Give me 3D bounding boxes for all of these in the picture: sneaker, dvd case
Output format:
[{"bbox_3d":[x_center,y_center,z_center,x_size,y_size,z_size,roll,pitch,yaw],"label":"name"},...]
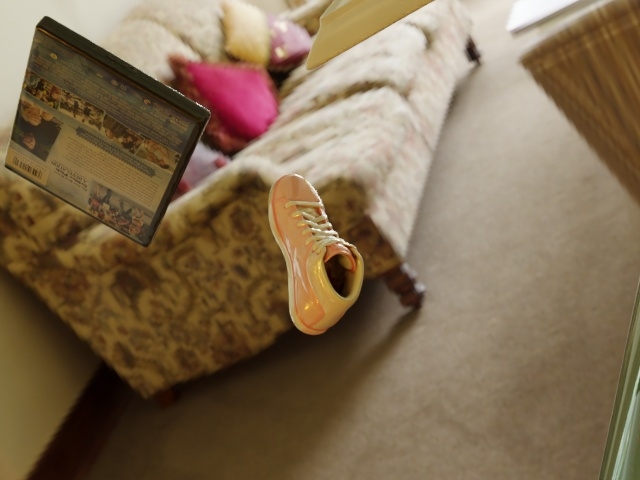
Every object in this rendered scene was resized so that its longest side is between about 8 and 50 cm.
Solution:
[{"bbox_3d":[0.000,0.000,0.987,0.051,0.134,0.070,2,-24,-30],"label":"sneaker"},{"bbox_3d":[-0.221,-0.100,1.270,0.022,0.180,0.253,-62,4,-35],"label":"dvd case"}]

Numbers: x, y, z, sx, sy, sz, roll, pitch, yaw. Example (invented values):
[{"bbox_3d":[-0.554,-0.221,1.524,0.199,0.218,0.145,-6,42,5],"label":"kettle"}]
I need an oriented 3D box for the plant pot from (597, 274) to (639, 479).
[{"bbox_3d":[0.359,0.082,0.895,0.341,0.341,0.334,1,68,58],"label":"plant pot"}]

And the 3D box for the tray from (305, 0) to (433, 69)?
[{"bbox_3d":[0.093,-0.229,1.003,0.270,0.030,0.145,-21,28,49],"label":"tray"}]
